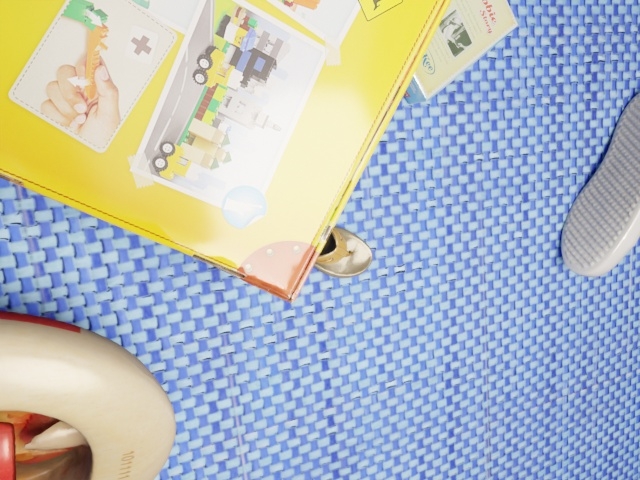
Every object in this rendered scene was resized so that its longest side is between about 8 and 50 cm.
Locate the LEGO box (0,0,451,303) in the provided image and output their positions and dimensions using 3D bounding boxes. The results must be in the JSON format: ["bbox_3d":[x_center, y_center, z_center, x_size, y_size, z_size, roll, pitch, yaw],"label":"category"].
[{"bbox_3d":[-0.092,-0.248,0.496,0.373,0.193,0.500,26,95,-20],"label":"LEGO box"}]

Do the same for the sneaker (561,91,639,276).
[{"bbox_3d":[0.559,-0.082,0.859,0.150,0.135,0.365,30,88,-21],"label":"sneaker"}]

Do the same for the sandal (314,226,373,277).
[{"bbox_3d":[0.000,0.000,0.692,0.180,0.049,0.072,33,86,-23],"label":"sandal"}]

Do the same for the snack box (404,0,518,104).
[{"bbox_3d":[0.118,-0.372,0.669,0.187,0.060,0.322,-40,111,-9],"label":"snack box"}]

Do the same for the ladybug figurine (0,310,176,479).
[{"bbox_3d":[-0.379,0.186,0.488,0.450,0.162,0.305,5,116,-29],"label":"ladybug figurine"}]
